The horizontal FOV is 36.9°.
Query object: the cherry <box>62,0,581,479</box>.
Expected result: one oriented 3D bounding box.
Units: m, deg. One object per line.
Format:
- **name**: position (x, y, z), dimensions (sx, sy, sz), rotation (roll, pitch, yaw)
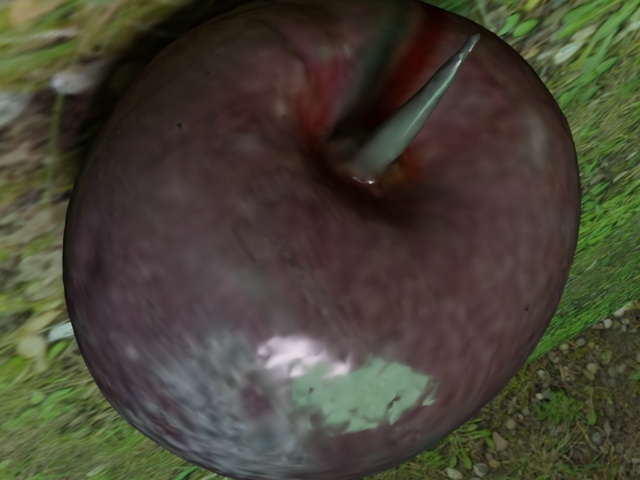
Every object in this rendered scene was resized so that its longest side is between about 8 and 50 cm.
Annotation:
- **cherry**: position (0.000, 0.000, 0.436), dimensions (0.236, 0.213, 0.285), rotation (-10, 161, -30)
